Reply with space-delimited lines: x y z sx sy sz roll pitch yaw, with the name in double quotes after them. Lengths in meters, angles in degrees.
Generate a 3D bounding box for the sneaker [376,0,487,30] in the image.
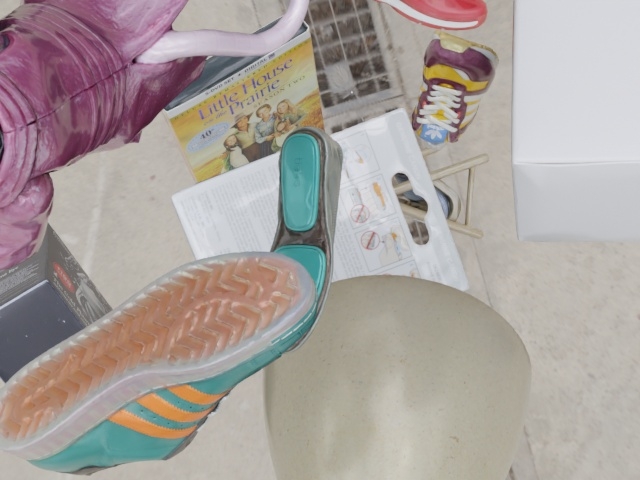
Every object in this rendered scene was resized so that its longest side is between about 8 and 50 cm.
0.139 -0.382 1.208 0.221 0.087 0.128 19 133 3 "sneaker"

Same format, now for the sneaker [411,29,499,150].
0.125 -0.136 0.839 0.069 0.185 0.084 22 87 13 "sneaker"

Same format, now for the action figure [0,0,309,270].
-0.168 -0.092 0.579 0.275 0.370 0.248 -2 119 16 "action figure"

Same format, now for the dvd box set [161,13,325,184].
-0.140 -0.240 1.731 0.307 0.420 0.062 -32 68 -9 "dvd box set"

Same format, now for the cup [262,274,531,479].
0.078 0.239 0.997 0.331 0.237 0.331 5 131 6 "cup"

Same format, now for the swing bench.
0.160 -0.103 1.725 0.254 0.253 0.165 -1 102 -16 "swing bench"

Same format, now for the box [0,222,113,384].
-0.509 0.187 1.696 0.179 0.312 0.343 -32 117 -4 "box"

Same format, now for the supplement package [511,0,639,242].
0.246 -0.162 0.708 0.175 0.177 0.293 1 71 14 "supplement package"

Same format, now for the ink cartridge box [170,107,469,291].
0.000 0.000 1.370 0.385 0.091 0.308 -21 96 1 "ink cartridge box"

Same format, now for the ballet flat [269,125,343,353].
-0.010 0.001 0.819 0.072 0.068 0.213 4 85 27 "ballet flat"

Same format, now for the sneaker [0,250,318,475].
-0.125 0.112 0.743 0.302 0.108 0.121 -26 140 12 "sneaker"
